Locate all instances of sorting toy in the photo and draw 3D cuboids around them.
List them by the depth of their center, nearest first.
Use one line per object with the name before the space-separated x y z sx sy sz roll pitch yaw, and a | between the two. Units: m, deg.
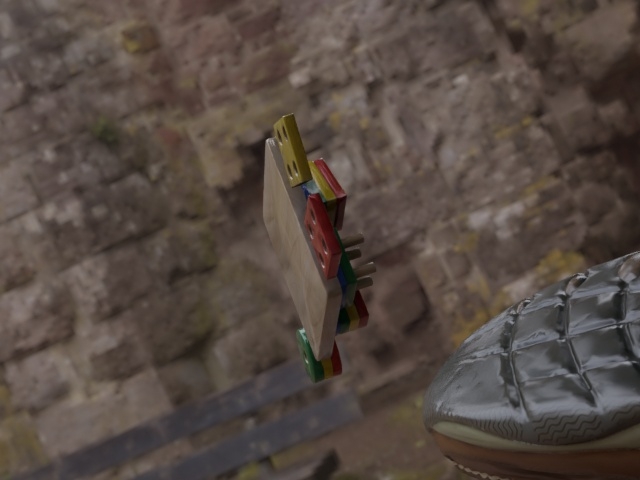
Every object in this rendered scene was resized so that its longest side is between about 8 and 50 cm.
sorting toy | 0.000 0.000 1.067 0.046 0.132 0.274 -17 -23 -11

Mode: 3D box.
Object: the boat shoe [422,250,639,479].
boat shoe | 0.184 0.070 0.508 0.324 0.120 0.122 -8 25 42
